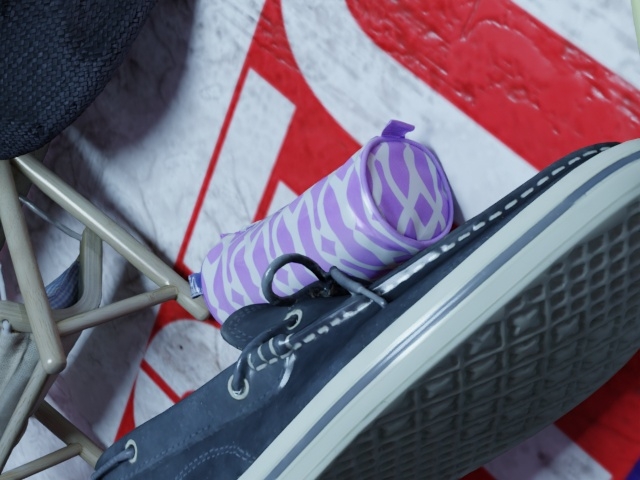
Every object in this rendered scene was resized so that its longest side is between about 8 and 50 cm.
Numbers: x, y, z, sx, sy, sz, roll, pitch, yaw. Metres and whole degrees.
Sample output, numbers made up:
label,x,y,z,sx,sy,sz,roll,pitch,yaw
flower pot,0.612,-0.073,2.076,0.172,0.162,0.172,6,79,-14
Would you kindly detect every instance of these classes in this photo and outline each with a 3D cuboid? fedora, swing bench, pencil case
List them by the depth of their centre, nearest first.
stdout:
label,x,y,z,sx,sy,sz,roll,pitch,yaw
pencil case,0.000,0.000,0.896,0.206,0.086,0.088,-28,57,43
fedora,-0.222,-0.179,0.971,0.152,0.334,0.334,38,139,-21
swing bench,-0.264,0.061,1.106,0.254,0.165,0.253,51,132,20

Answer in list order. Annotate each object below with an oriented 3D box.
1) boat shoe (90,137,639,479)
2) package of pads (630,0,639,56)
label,x,y,z,sx,sy,sz,roll,pitch,yaw
boat shoe,0.019,0.087,0.802,0.500,0.187,0.156,-43,54,29
package of pads,0.245,-0.177,0.588,0.229,0.101,0.296,-7,98,44
